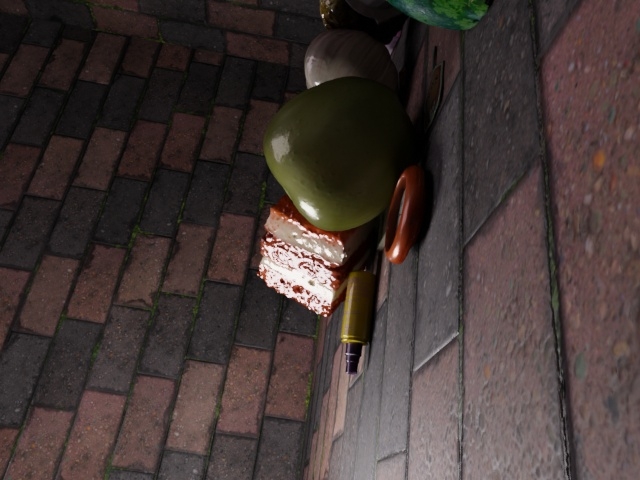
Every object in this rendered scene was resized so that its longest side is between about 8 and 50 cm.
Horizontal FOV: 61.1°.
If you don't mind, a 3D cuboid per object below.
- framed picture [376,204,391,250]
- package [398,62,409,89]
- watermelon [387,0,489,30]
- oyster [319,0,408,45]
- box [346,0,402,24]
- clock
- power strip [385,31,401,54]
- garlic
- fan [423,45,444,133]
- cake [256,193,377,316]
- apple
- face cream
[{"bbox_3d":[0.190,-0.140,1.442,0.211,0.020,0.290,108,170,-69],"label":"framed picture"},{"bbox_3d":[0.235,-0.462,1.535,0.083,0.029,0.059,-18,-69,-83],"label":"package"},{"bbox_3d":[0.215,-0.484,0.981,0.222,0.319,0.293,38,-118,-53],"label":"watermelon"},{"bbox_3d":[0.116,-0.662,1.595,0.111,0.395,0.205,33,120,46],"label":"oyster"},{"bbox_3d":[0.169,-0.740,1.395,0.263,0.291,0.206,-68,21,0],"label":"box"},{"bbox_3d":[0.176,-0.052,1.111,0.205,0.051,0.206,-169,90,-88],"label":"clock"},{"bbox_3d":[0.255,-0.741,1.957,0.279,0.037,0.109,157,122,-86],"label":"power strip"},{"bbox_3d":[0.095,-0.469,1.560,0.259,0.317,0.317,-52,-6,-17],"label":"garlic"},{"bbox_3d":[0.243,-0.341,1.172,0.132,0.009,0.220,107,172,-63],"label":"fan"},{"bbox_3d":[0.000,0.000,1.600,0.269,0.269,0.320,-47,-23,-46],"label":"cake"},{"bbox_3d":[0.048,-0.199,1.266,0.357,0.356,0.358,-170,90,-87],"label":"apple"},{"bbox_3d":[0.099,0.220,1.458,0.078,0.078,0.274,108,171,-70],"label":"face cream"}]
